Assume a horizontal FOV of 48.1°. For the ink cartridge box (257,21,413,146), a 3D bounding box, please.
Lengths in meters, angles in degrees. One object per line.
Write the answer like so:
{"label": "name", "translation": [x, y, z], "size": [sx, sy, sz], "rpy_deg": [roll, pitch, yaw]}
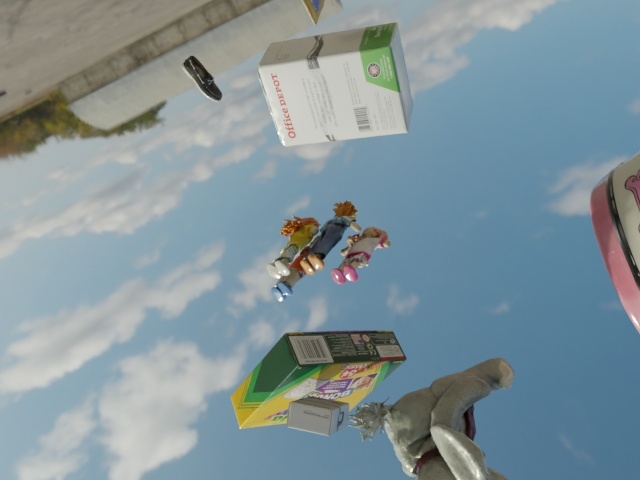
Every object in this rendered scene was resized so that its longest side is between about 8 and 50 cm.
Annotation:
{"label": "ink cartridge box", "translation": [0.028, -0.252, 1.174], "size": [0.220, 0.160, 0.092], "rpy_deg": [-3, -140, 17]}

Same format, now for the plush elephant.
{"label": "plush elephant", "translation": [0.240, 0.399, 1.321], "size": [0.330, 0.271, 0.255], "rpy_deg": [-1, -135, -30]}

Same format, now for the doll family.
{"label": "doll family", "translation": [0.000, 0.000, 1.322], "size": [0.263, 0.118, 0.163], "rpy_deg": [-17, -153, 41]}

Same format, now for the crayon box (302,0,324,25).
{"label": "crayon box", "translation": [-0.027, -0.443, 0.842], "size": [0.083, 0.203, 0.322], "rpy_deg": [6, -116, 26]}

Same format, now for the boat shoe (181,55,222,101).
{"label": "boat shoe", "translation": [-0.279, -0.391, 1.730], "size": [0.038, 0.125, 0.046], "rpy_deg": [-37, -172, 34]}

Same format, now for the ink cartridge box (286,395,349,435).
{"label": "ink cartridge box", "translation": [-0.004, 0.420, 1.726], "size": [0.109, 0.063, 0.150], "rpy_deg": [7, 176, 19]}

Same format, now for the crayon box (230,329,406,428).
{"label": "crayon box", "translation": [-0.006, 0.366, 1.898], "size": [0.363, 0.106, 0.313], "rpy_deg": [4, 137, -38]}

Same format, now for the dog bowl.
{"label": "dog bowl", "translation": [0.595, 0.029, 1.187], "size": [0.150, 0.408, 0.408], "rpy_deg": [-28, -165, 35]}
